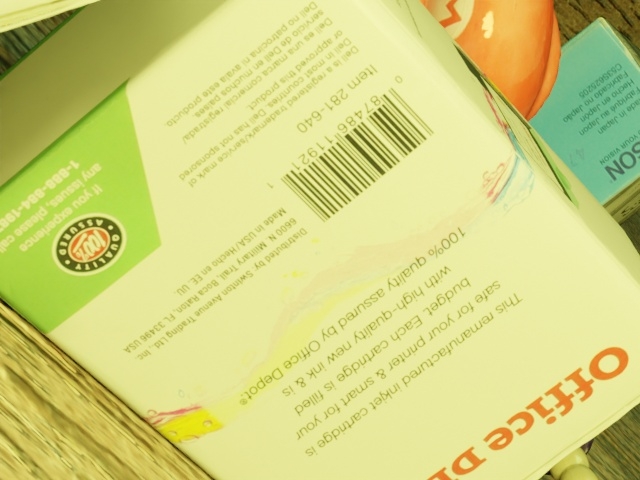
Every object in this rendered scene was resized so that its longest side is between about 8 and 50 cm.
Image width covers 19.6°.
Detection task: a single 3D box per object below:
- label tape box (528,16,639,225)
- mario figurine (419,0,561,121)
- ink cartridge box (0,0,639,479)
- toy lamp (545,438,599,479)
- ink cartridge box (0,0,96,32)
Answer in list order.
[{"bbox_3d":[0.177,-0.037,1.445,0.115,0.249,0.347,54,13,12],"label":"label tape box"},{"bbox_3d":[-0.015,-0.117,0.980,0.320,0.170,0.198,6,-47,53],"label":"mario figurine"},{"bbox_3d":[0.000,0.000,0.830,0.278,0.201,0.117,44,15,-28],"label":"ink cartridge box"},{"bbox_3d":[0.194,0.208,1.216,0.080,0.080,0.275,42,14,-36],"label":"toy lamp"},{"bbox_3d":[-0.200,-0.263,0.782,0.385,0.160,0.279,-102,174,-65],"label":"ink cartridge box"}]
